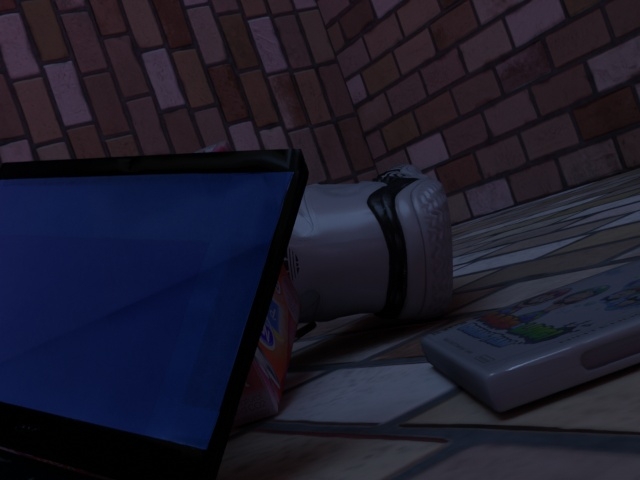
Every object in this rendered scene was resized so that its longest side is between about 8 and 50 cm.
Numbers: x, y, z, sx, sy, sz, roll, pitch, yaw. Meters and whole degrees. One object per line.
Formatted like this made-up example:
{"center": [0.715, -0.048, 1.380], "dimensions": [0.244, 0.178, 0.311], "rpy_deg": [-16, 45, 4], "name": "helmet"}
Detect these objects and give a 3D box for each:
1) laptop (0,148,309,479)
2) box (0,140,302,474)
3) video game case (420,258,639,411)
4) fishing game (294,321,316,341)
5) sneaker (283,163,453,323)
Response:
{"center": [-0.165, 0.048, 0.339], "dimensions": [0.234, 0.137, 0.264], "rpy_deg": [1, 12, 36], "name": "laptop"}
{"center": [-0.180, 0.064, 0.560], "dimensions": [0.300, 0.142, 0.154], "rpy_deg": [-19, 19, 12], "name": "box"}
{"center": [0.128, 0.037, 0.392], "dimensions": [0.143, 0.019, 0.157], "rpy_deg": [-20, -1, -3], "name": "video game case"}
{"center": [-0.131, 0.123, 0.721], "dimensions": [0.264, 0.041, 0.189], "rpy_deg": [-17, -3, 5], "name": "fishing game"}
{"center": [0.000, 0.000, 0.782], "dimensions": [0.210, 0.137, 0.366], "rpy_deg": [-3, 4, 1], "name": "sneaker"}
